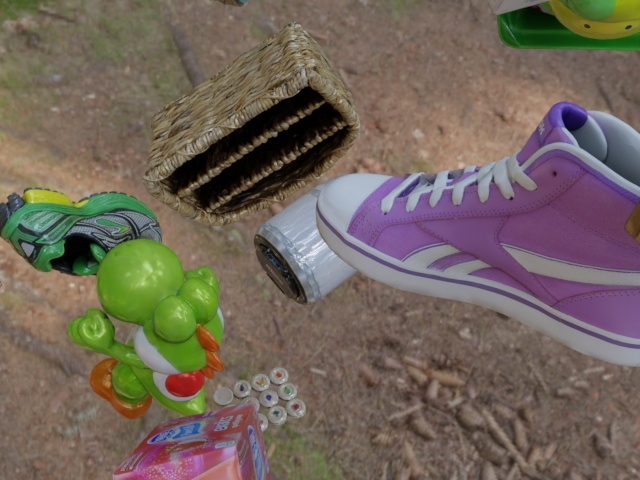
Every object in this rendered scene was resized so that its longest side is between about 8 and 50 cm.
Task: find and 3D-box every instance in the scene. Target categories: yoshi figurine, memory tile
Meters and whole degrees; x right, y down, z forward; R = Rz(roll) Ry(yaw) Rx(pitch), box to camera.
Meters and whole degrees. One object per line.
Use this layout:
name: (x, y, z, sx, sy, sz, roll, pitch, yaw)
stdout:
yoshi figurine: (-0.228, 0.108, 1.113, 0.203, 0.362, 0.203, 15, 61, -12)
memory tile: (-0.111, 0.293, 1.496, 0.148, 0.012, 0.113, -19, 53, -18)

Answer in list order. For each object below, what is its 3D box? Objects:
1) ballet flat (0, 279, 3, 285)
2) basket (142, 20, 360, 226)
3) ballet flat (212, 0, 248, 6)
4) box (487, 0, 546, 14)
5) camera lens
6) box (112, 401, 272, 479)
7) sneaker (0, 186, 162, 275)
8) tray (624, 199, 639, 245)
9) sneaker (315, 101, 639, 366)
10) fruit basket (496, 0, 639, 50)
ballet flat: (-0.543, 0.110, 1.164, 0.077, 0.241, 0.091, 45, 16, -28)
basket: (-0.088, -0.138, 1.229, 0.299, 0.213, 0.223, -31, 31, 11)
ballet flat: (-0.165, -0.411, 1.313, 0.067, 0.073, 0.206, -6, 5, 10)
box: (0.209, -0.308, 0.721, 0.103, 0.203, 0.114, -19, 78, -15)
camera lens: (0.000, 0.000, 1.920, 0.274, 0.219, 0.219, -36, 58, -16)
box: (-0.129, 0.268, 0.912, 0.128, 0.257, 0.122, -13, 89, 0)
sneaker: (-0.395, 0.007, 1.426, 0.146, 0.134, 0.343, 49, 23, 19)
tray: (0.287, -0.151, 0.272, 0.203, 0.410, 0.076, -2, 38, -32)
sneaker: (0.121, -0.036, 0.578, 0.282, 0.161, 0.102, 18, 41, 26)
fruit basket: (0.428, -0.376, 1.198, 0.392, 0.283, 0.392, -9, 48, 10)
